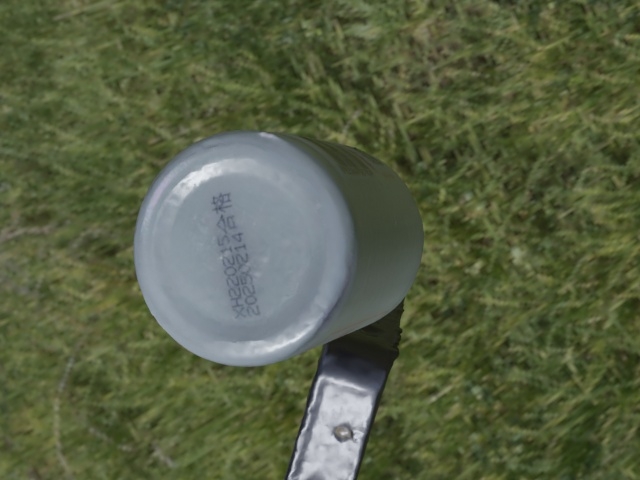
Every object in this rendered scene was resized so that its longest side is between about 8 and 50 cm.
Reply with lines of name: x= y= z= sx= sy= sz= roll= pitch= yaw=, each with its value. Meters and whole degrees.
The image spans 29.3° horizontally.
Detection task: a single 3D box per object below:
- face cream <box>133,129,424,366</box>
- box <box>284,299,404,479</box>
face cream: x=0.000 y=0.000 z=0.623 sx=0.101 sy=0.252 sz=0.101 roll=0 pitch=92 yaw=16
box: x=-0.006 y=0.197 z=0.933 sx=0.058 sy=0.211 sz=0.350 roll=17 pitch=109 yaw=3
